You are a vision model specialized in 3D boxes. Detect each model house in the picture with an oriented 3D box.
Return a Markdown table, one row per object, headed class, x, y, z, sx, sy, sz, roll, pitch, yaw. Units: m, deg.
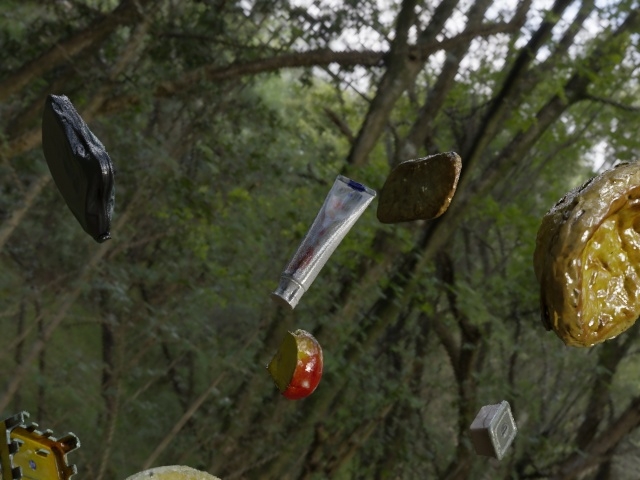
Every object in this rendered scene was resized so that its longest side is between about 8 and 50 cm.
| class | x | y | z | sx | sy | sz | roll | pitch | yaw |
| --- | --- | --- | --- | --- | --- | --- | --- | --- | --- |
| model house | -0.571 | 0.460 | 1.586 | 0.224 | 0.215 | 0.199 | 51 | 16 | -57 |

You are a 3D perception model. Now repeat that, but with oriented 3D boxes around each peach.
| class | x | y | z | sx | sy | sz | roll | pitch | yaw |
| --- | --- | --- | --- | --- | --- | --- | --- | --- | --- |
| peach | -0.047 | 0.268 | 1.859 | 0.118 | 0.151 | 0.151 | 33 | -8 | 3 |

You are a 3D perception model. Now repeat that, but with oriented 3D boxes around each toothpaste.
| class | x | y | z | sx | sy | sz | roll | pitch | yaw |
| --- | --- | --- | --- | --- | --- | --- | --- | --- | --- |
| toothpaste | 0.000 | 0.000 | 1.832 | 0.100 | 0.323 | 0.066 | 26 | -21 | 19 |

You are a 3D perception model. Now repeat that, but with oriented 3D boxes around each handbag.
| class | x | y | z | sx | sy | sz | roll | pitch | yaw |
| --- | --- | --- | --- | --- | --- | --- | --- | --- | --- |
| handbag | -0.490 | -0.150 | 1.739 | 0.332 | 0.074 | 0.192 | 47 | -45 | 38 |

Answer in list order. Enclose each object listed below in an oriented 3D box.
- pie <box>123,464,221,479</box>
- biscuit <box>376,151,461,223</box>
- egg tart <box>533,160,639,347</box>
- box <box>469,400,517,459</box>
| class | x | y | z | sx | sy | sz | roll | pitch | yaw |
| --- | --- | --- | --- | --- | --- | --- | --- | --- | --- |
| pie | -0.188 | 0.487 | 1.300 | 0.337 | 0.075 | 0.338 | 27 | 39 | -25 |
| biscuit | 0.160 | -0.084 | 1.416 | 0.029 | 0.119 | 0.247 | 19 | -8 | -21 |
| egg tart | 0.453 | 0.019 | 1.407 | 0.129 | 0.341 | 0.341 | 24 | -17 | 47 |
| box | 0.382 | 0.421 | 1.902 | 0.062 | 0.122 | 0.089 | -11 | -74 | 34 |
